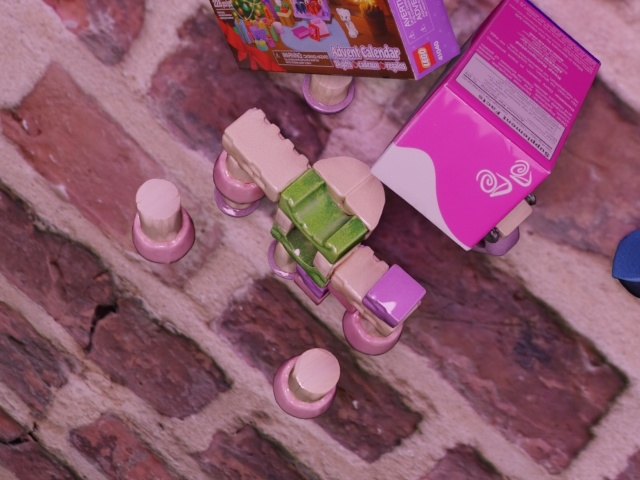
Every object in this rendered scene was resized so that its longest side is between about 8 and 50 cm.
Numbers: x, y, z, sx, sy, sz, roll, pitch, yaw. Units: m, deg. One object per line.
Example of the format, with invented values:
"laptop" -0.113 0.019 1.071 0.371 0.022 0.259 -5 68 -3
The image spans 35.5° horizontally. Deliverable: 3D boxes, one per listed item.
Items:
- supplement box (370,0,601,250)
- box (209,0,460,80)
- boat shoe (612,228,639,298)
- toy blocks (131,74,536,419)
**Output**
"supplement box" 0.149 -0.110 0.870 0.114 0.220 0.111 40 132 -1
"box" -0.020 -0.248 0.888 0.293 0.057 0.201 16 135 55
"boat shoe" 0.402 0.020 0.916 0.258 0.109 0.089 4 151 49
"toy blocks" 0.000 0.000 1.065 0.288 0.309 0.260 47 165 8
